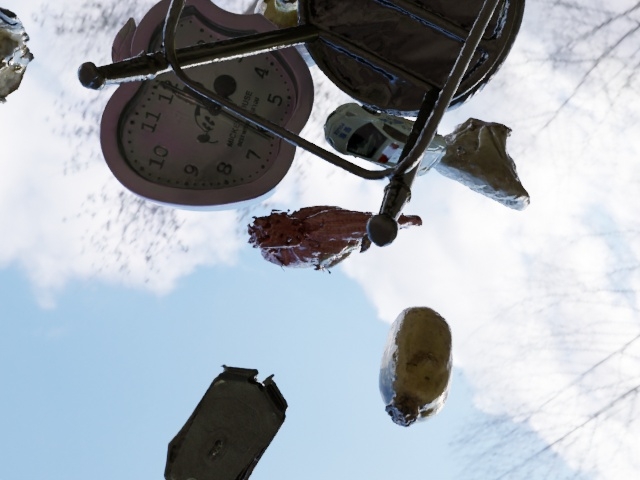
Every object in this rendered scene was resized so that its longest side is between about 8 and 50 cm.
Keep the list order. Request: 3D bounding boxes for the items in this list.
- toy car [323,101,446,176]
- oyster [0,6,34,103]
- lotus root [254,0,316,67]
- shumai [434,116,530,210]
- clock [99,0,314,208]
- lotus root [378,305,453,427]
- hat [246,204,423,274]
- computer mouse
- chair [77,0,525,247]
[{"bbox_3d":[0.099,-0.151,1.280,0.205,0.095,0.056,13,-135,-30],"label":"toy car"},{"bbox_3d":[-0.507,-0.310,1.187,0.079,0.345,0.128,33,-100,15],"label":"oyster"},{"bbox_3d":[-0.049,-0.430,1.677,0.314,0.169,0.141,38,-131,-78],"label":"lotus root"},{"bbox_3d":[0.277,-0.137,1.397,0.201,0.120,0.201,27,-177,-1],"label":"shumai"},{"bbox_3d":[-0.180,-0.202,1.288,0.338,0.338,0.102,42,175,1],"label":"clock"},{"bbox_3d":[0.188,0.246,1.629,0.160,0.146,0.284,63,-148,-27],"label":"lotus root"},{"bbox_3d":[0.000,0.000,1.298,0.286,0.237,0.107,2,-109,-52],"label":"hat"},{"bbox_3d":[-0.136,0.280,1.193,0.126,0.231,0.071,31,-179,3],"label":"computer mouse"},{"bbox_3d":[0.043,-0.272,0.924,0.365,0.362,0.410,28,-159,13],"label":"chair"}]
